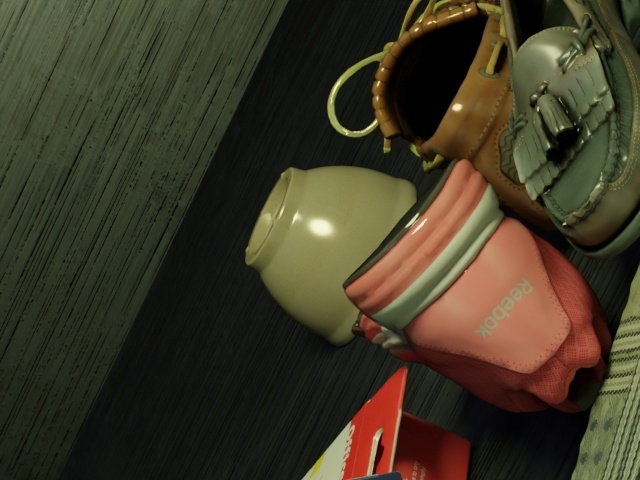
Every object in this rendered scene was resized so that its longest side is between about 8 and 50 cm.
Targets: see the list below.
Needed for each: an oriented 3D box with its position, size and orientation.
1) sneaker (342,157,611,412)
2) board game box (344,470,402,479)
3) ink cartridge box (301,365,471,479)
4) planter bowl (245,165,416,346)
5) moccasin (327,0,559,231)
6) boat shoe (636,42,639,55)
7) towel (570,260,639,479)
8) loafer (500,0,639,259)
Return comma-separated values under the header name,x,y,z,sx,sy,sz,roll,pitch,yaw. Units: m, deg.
name,x,y,z,sx,sy,sz,roll,pitch,yaw
sneaker,0.097,0.051,0.931,0.116,0.136,0.314,-48,-9,2
board game box,-0.002,0.247,0.907,0.194,0.060,0.194,-37,65,52
ink cartridge box,0.024,0.197,1.035,0.231,0.078,0.134,-54,17,43
planter bowl,0.000,0.000,1.473,0.162,0.109,0.162,-61,12,23
moccasin,0.095,-0.107,1.168,0.139,0.147,0.380,-62,12,18
boat shoe,0.199,-0.101,0.948,0.125,0.046,0.038,-43,25,55
towel,0.206,0.027,0.683,0.312,0.056,0.324,143,147,-73
loafer,0.130,-0.093,0.914,0.096,0.084,0.267,-49,21,32
